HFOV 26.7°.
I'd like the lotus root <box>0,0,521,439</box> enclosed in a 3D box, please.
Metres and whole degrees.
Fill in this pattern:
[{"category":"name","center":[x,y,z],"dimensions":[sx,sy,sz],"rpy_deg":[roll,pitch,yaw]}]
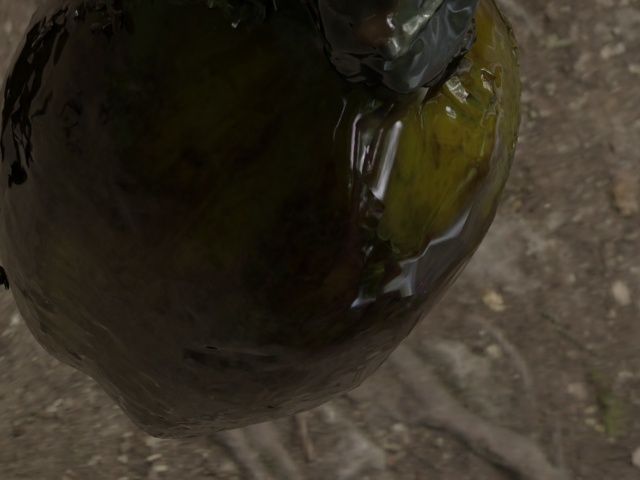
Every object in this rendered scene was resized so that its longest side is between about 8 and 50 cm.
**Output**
[{"category":"lotus root","center":[-0.040,-0.020,0.562],"dimensions":[0.196,0.397,0.179],"rpy_deg":[25,63,-9]}]

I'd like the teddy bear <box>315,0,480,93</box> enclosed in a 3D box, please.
[{"category":"teddy bear","center":[-0.020,-0.171,0.308],"dimensions":[0.144,0.251,0.171],"rpy_deg":[-44,53,-13]}]
